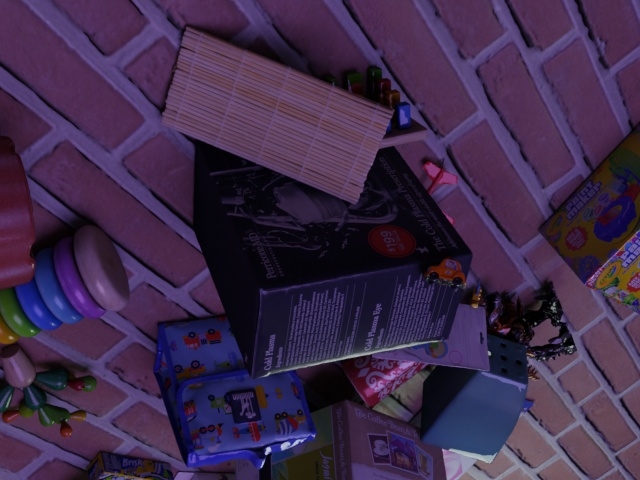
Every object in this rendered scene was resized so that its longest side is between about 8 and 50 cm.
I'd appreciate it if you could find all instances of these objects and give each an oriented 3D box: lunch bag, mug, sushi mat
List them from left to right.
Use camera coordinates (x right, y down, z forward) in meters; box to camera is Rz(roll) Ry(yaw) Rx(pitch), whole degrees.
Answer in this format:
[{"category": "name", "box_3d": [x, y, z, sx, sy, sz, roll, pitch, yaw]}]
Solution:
[{"category": "lunch bag", "box_3d": [-0.152, 0.277, 1.478, 0.220, 0.293, 0.138, -6, 131, -22]}, {"category": "sushi mat", "box_3d": [-0.068, -0.172, 1.178, 0.316, 0.019, 0.152, 23, 119, 6]}, {"category": "mug", "box_3d": [0.141, 0.250, 1.746, 0.169, 0.113, 0.150, -35, 177, 0]}]

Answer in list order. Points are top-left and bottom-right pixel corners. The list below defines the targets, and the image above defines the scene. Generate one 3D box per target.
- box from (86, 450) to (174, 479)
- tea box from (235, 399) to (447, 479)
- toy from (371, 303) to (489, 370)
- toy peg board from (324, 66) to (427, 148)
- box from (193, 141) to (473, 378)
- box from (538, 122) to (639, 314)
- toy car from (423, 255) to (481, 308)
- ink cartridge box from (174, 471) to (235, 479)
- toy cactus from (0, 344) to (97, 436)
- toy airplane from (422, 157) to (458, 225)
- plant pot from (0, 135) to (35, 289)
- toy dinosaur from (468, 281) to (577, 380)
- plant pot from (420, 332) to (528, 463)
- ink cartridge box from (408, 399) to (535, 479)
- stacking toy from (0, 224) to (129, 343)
[{"category": "box", "box_3d": [-0.382, 0.477, 1.713, 0.168, 0.054, 0.059, 24, 116, -38]}, {"category": "tea box", "box_3d": [0.048, 0.513, 1.769, 0.323, 0.220, 0.329, -30, 139, 32]}, {"category": "toy", "box_3d": [0.207, 0.185, 1.656, 0.237, 0.137, 0.056, 10, 150, -14]}, {"category": "toy peg board", "box_3d": [0.053, -0.197, 1.263, 0.161, 0.161, 0.079, -14, 118, -14]}, {"category": "box", "box_3d": [0.000, 0.000, 1.269, 0.312, 0.343, 0.179, -10, 133, -20]}, {"category": "box", "box_3d": [0.647, -0.029, 1.672, 0.279, 0.177, 0.290, 23, 116, -37]}, {"category": "toy car", "box_3d": [0.181, 0.054, 1.154, 0.060, 0.041, 0.122, 7, 163, 25]}, {"category": "ink cartridge box", "box_3d": [-0.242, 0.563, 1.850, 0.181, 0.062, 0.104, 13, 122, -33]}, {"category": "toy cactus", "box_3d": [-0.502, 0.263, 1.448, 0.218, 0.112, 0.181, -14, 124, -2]}, {"category": "toy airplane", "box_3d": [0.187, -0.075, 1.489, 0.151, 0.028, 0.151, -2, 105, -8]}, {"category": "plant pot", "box_3d": [-0.520, -0.022, 1.081, 0.264, 0.272, 0.273, -9, 132, -29]}, {"category": "toy dinosaur", "box_3d": [0.421, 0.199, 1.820, 0.218, 0.165, 0.322, -21, 155, 14]}, {"category": "plant pot", "box_3d": [0.328, 0.312, 1.752, 0.165, 0.166, 0.234, 18, 133, -6]}, {"category": "ink cartridge box", "box_3d": [0.335, 0.492, 2.061, 0.330, 0.071, 0.324, 21, 117, -36]}, {"category": "stacking toy", "box_3d": [-0.468, 0.099, 1.295, 0.330, 0.141, 0.141, -23, 135, 1]}]
